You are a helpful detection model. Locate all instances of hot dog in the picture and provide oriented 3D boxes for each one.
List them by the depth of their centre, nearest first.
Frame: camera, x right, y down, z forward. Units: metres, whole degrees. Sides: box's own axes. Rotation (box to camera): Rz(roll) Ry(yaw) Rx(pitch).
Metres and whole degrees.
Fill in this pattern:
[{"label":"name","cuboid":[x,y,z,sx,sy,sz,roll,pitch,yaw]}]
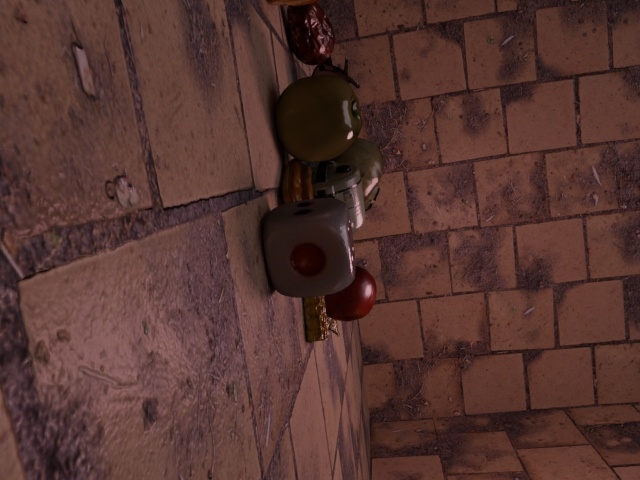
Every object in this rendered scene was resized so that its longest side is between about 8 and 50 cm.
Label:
[{"label":"hot dog","cuboid":[-0.070,-0.143,1.403,0.102,0.076,0.249,33,31,-27]}]

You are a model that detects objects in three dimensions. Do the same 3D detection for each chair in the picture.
[{"label":"chair","cuboid":[0.044,-0.654,2.041,0.326,0.176,0.183,-93,-152,-53]}]

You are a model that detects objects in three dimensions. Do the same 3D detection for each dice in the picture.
[{"label":"dice","cuboid":[-0.022,0.013,1.154,0.191,0.194,0.193,-74,155,-69]}]

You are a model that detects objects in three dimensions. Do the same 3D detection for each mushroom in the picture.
[{"label":"mushroom","cuboid":[0.107,-0.234,1.933,0.352,0.261,0.352,-52,-159,29]}]

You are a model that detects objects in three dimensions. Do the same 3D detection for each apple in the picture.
[{"label":"apple","cuboid":[-0.005,-0.350,1.437,0.262,0.263,0.262,-7,90,-83]},{"label":"apple","cuboid":[0.104,0.202,1.899,0.218,0.219,0.201,67,22,-66]}]

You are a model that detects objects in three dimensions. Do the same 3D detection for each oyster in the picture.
[{"label":"oyster","cuboid":[0.038,0.309,2.027,0.146,0.045,0.121,-89,155,-51]}]

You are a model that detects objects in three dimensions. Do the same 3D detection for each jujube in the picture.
[{"label":"jujube","cuboid":[-0.041,-0.790,1.860,0.255,0.190,0.189,66,18,-63]}]

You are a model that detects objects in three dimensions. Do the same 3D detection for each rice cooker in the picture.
[{"label":"rice cooker","cuboid":[0.028,-0.137,1.579,0.226,0.226,0.243,-83,168,-63]}]

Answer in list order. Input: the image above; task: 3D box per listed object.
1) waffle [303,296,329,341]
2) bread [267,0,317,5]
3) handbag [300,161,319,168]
[{"label":"waffle","cuboid":[-0.015,0.216,1.577,0.160,0.055,0.210,53,30,-75]},{"label":"bread","cuboid":[-0.001,-0.875,1.427,0.371,0.391,0.279,-72,150,-76]},{"label":"handbag","cuboid":[-0.041,-0.251,1.742,0.175,0.089,0.270,22,65,-70]}]
